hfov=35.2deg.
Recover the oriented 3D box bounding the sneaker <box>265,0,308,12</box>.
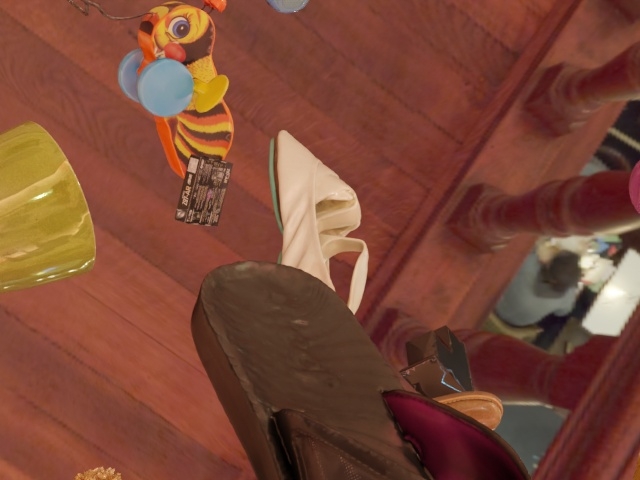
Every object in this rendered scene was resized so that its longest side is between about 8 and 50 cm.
[{"bbox_3d":[-0.007,-0.192,0.655,0.063,0.162,0.073,-14,74,-20],"label":"sneaker"}]

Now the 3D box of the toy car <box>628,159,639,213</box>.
[{"bbox_3d":[0.278,-0.045,0.694,0.159,0.136,0.182,29,39,-20],"label":"toy car"}]

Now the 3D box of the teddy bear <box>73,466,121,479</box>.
[{"bbox_3d":[-0.136,0.299,0.759,0.338,0.113,0.245,34,45,-36],"label":"teddy bear"}]

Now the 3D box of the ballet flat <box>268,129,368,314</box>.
[{"bbox_3d":[0.000,0.000,1.379,0.139,0.139,0.400,10,47,-14],"label":"ballet flat"}]

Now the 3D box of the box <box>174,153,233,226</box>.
[{"bbox_3d":[-0.142,-0.061,1.236,0.018,0.067,0.083,18,98,30],"label":"box"}]

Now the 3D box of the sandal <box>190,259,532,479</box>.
[{"bbox_3d":[0.044,0.148,0.656,0.167,0.446,0.107,-5,132,-38],"label":"sandal"}]

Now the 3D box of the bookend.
[{"bbox_3d":[0.205,0.212,1.823,0.072,0.156,0.157,-28,127,19],"label":"bookend"}]

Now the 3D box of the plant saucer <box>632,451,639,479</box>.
[{"bbox_3d":[0.358,0.346,0.718,0.332,0.081,0.333,17,88,8],"label":"plant saucer"}]

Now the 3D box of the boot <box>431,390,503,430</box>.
[{"bbox_3d":[0.142,0.326,1.519,0.305,0.115,0.112,-23,124,4],"label":"boot"}]

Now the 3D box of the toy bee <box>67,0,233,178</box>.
[{"bbox_3d":[-0.167,-0.222,1.237,0.162,0.298,0.195,-35,54,-12],"label":"toy bee"}]

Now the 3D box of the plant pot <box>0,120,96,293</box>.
[{"bbox_3d":[-0.560,-0.019,1.624,0.293,0.274,0.275,-25,95,-32],"label":"plant pot"}]
